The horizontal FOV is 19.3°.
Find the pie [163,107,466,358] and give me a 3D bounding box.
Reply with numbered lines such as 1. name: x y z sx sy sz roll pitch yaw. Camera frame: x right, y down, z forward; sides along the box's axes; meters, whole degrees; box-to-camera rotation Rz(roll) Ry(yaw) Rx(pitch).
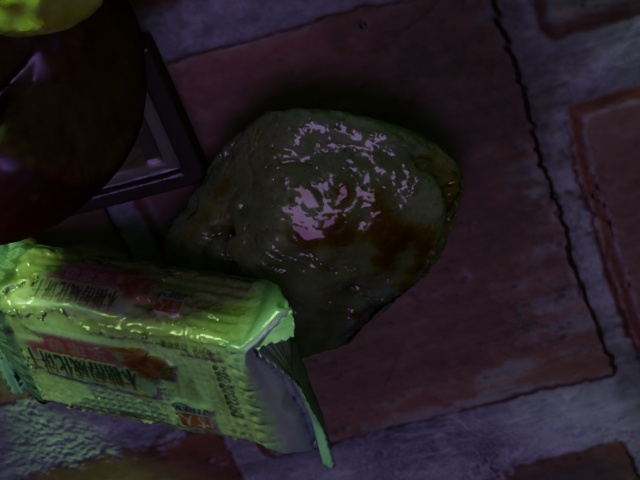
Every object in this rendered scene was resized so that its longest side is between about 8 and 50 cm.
1. pie: 0.000 0.000 1.422 0.201 0.090 0.248 21 130 -21

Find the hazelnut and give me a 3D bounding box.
1. hazelnut: -0.237 -0.125 1.269 0.217 0.217 0.251 -22 108 17

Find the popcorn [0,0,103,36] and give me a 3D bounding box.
1. popcorn: -0.240 -0.284 1.078 0.292 0.334 0.293 -7 160 42

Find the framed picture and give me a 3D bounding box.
1. framed picture: -0.184 -0.078 1.405 0.168 0.023 0.128 -14 127 11

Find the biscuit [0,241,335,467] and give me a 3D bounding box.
1. biscuit: -0.136 0.081 1.441 0.309 0.079 0.186 9 139 22
